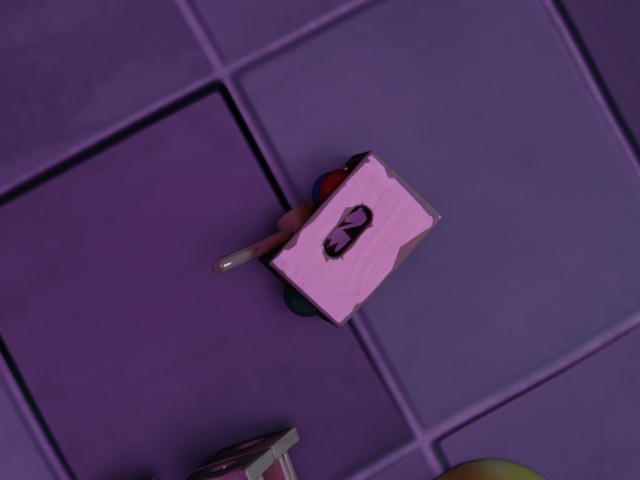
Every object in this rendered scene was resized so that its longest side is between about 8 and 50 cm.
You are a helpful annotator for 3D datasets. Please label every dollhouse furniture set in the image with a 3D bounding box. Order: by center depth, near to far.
[{"bbox_3d":[-0.095,0.234,1.462,0.183,0.129,0.129,-19,93,19],"label":"dollhouse furniture set"}]

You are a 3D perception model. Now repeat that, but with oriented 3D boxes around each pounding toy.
[{"bbox_3d":[0.000,0.000,1.449,0.100,0.130,0.141,43,87,-5],"label":"pounding toy"}]

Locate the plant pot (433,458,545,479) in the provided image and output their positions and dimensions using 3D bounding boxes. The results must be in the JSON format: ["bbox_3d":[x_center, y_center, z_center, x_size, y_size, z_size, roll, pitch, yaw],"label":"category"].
[{"bbox_3d":[0.135,0.237,1.484,0.134,0.095,0.134,0,91,-6],"label":"plant pot"}]
